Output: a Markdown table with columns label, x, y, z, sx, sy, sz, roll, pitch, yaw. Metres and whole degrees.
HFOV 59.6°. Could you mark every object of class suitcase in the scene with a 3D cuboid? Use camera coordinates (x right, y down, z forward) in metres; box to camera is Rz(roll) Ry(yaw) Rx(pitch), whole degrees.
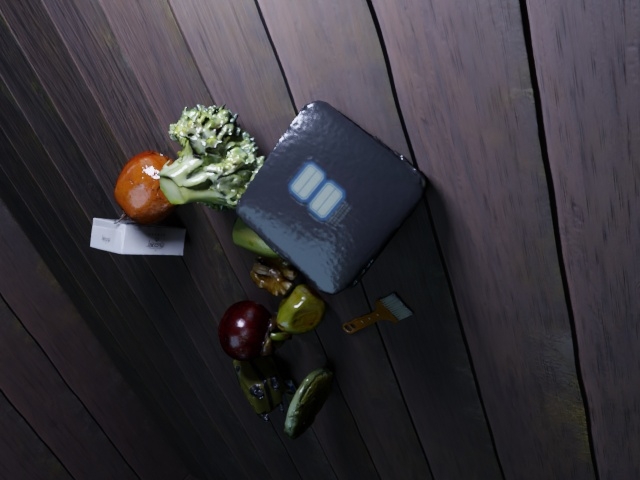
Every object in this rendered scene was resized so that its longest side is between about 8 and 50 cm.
| label | x | y | z | sx | sy | sz | roll | pitch | yaw |
| --- | --- | --- | --- | --- | --- | --- | --- | --- | --- |
| suitcase | -0.229 | 0.550 | 2.167 | 0.235 | 0.143 | 0.193 | 44 | 151 | 44 |

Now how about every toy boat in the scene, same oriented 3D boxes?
| label | x | y | z | sx | sy | sz | roll | pitch | yaw |
| --- | --- | --- | --- | --- | --- | --- | --- | --- | --- |
| toy boat | -0.106 | 0.645 | 2.254 | 0.080 | 0.046 | 0.228 | 13 | 133 | 33 |

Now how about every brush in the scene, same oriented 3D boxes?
| label | x | y | z | sx | sy | sz | roll | pitch | yaw |
| --- | --- | --- | --- | --- | --- | --- | --- | --- | --- |
| brush | 0.152 | 0.230 | 1.659 | 0.090 | 0.017 | 0.314 | 48 | 143 | -4 |

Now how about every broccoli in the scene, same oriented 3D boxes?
| label | x | y | z | sx | sy | sz | roll | pitch | yaw |
| --- | --- | --- | --- | --- | --- | --- | --- | --- | --- |
| broccoli | -0.271 | -0.198 | 1.491 | 0.324 | 0.272 | 0.334 | -2 | 124 | 15 |

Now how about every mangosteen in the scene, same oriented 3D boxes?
| label | x | y | z | sx | sy | sz | roll | pitch | yaw |
| --- | --- | --- | --- | --- | --- | --- | --- | --- | --- |
| mangosteen | -0.227 | 0.322 | 1.957 | 0.258 | 0.215 | 0.215 | 10 | 137 | 0 |

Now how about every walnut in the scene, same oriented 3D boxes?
| label | x | y | z | sx | sy | sz | roll | pitch | yaw |
| --- | --- | --- | --- | --- | --- | --- | --- | --- | --- |
| walnut | -0.139 | 0.097 | 1.749 | 0.170 | 0.069 | 0.142 | 22 | 101 | 32 |

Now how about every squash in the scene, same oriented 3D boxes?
| label | x | y | z | sx | sy | sz | roll | pitch | yaw |
| --- | --- | --- | --- | --- | --- | --- | --- | --- | --- |
| squash | -0.154 | -0.007 | 1.641 | 0.187 | 0.123 | 0.123 | 22 | 137 | 23 |

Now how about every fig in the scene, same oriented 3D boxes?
| label | x | y | z | sx | sy | sz | roll | pitch | yaw |
| --- | --- | --- | --- | --- | --- | --- | --- | --- | --- |
| fig | -0.063 | 0.219 | 1.725 | 0.154 | 0.165 | 0.144 | 13 | 136 | 35 |

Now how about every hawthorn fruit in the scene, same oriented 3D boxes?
| label | x | y | z | sx | sy | sz | roll | pitch | yaw |
| --- | --- | --- | --- | --- | --- | --- | --- | --- | --- |
| hawthorn fruit | -0.558 | -0.146 | 1.773 | 0.299 | 0.211 | 0.211 | -43 | 92 | 11 |

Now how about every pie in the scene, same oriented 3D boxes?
| label | x | y | z | sx | sy | sz | roll | pitch | yaw |
| --- | --- | --- | --- | --- | --- | --- | --- | --- | --- |
| pie | -0.038 | 0.560 | 1.946 | 0.079 | 0.277 | 0.277 | 29 | 140 | 16 |

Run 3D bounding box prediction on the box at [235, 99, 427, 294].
| label | x | y | z | sx | sy | sz | roll | pitch | yaw |
| --- | --- | --- | --- | --- | --- | --- | --- | --- | --- |
| box | 0.019 | -0.097 | 1.295 | 0.350 | 0.091 | 0.359 | 39 | 106 | 7 |

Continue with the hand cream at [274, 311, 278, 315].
| label | x | y | z | sx | sy | sz | roll | pitch | yaw |
| --- | --- | --- | --- | --- | --- | --- | --- | --- | --- |
| hand cream | -0.079 | 0.277 | 1.891 | 0.235 | 0.055 | 0.086 | -13 | 112 | 56 |

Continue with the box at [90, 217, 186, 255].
| label | x | y | z | sx | sy | sz | roll | pitch | yaw |
| --- | --- | --- | --- | --- | --- | --- | --- | --- | --- |
| box | -0.636 | -0.012 | 1.966 | 0.195 | 0.261 | 0.110 | 10 | 96 | 38 |
